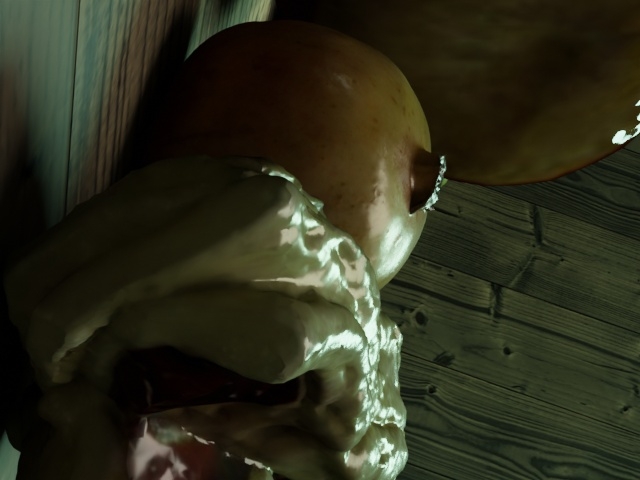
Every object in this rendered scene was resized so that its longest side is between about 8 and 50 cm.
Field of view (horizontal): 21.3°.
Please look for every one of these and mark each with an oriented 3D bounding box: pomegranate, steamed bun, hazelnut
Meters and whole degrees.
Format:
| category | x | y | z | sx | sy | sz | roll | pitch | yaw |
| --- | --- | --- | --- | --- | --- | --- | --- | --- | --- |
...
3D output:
| category | x | y | z | sx | sy | sz | roll | pitch | yaw |
| --- | --- | --- | --- | --- | --- | --- | --- | --- | --- |
| pomegranate | -0.018 | -0.041 | 1.044 | 0.191 | 0.191 | 0.191 | 19 | 90 | -88 |
| steamed bun | -0.069 | 0.117 | 0.889 | 0.428 | 0.247 | 0.189 | 71 | 7 | -70 |
| hazelnut | 0.144 | -0.237 | 1.172 | 0.409 | 0.359 | 0.359 | 103 | 7 | -64 |

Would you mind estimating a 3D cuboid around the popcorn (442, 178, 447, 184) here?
| category | x | y | z | sx | sy | sz | roll | pitch | yaw |
| --- | --- | --- | --- | --- | --- | --- | --- | --- | --- |
| popcorn | 0.059 | -0.146 | 1.568 | 0.276 | 0.225 | 0.276 | -12 | 107 | -42 |
